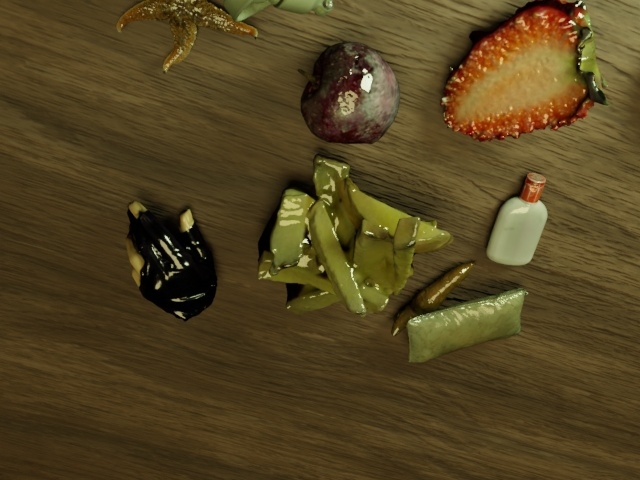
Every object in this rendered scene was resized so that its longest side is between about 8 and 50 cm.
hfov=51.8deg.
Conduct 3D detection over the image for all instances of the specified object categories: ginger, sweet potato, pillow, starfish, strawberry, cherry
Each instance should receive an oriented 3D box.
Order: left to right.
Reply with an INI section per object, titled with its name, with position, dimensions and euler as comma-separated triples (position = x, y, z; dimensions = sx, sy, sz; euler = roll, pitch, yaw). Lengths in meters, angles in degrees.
[starfish]
position = -0.253, -0.407, 1.240
dimensions = 0.248, 0.050, 0.138
euler = -14, 124, 20
[ginger]
position = 0.043, 0.031, 1.377
dimensions = 0.413, 0.211, 0.358
euler = -35, 114, 21
[cherry]
position = 0.060, -0.273, 1.241
dimensions = 0.195, 0.195, 0.195
euler = 1, 125, 2
[sweet potato]
position = 0.268, 0.139, 1.585
dimensions = 0.067, 0.067, 0.274
euler = 36, 115, -21
[pillow]
position = 0.355, 0.210, 1.598
dimensions = 0.303, 0.074, 0.184
euler = -15, 137, -2
[strawberry]
position = 0.376, -0.317, 1.243
dimensions = 0.306, 0.138, 0.233
euler = -10, 107, 39

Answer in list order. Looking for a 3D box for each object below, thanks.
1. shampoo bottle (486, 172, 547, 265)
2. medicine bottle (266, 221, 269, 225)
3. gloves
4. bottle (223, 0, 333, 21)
[shampoo bottle]
position = 0.443, -0.044, 1.454
dimensions = 0.108, 0.051, 0.220
euler = 9, 125, -1
[medicine bottle]
position = 0.000, 0.000, 1.507
dimensions = 0.201, 0.052, 0.171
euler = -15, 122, 11
[gloves]
position = -0.344, 0.036, 1.504
dimensions = 0.197, 0.152, 0.301
euler = -35, 105, -7
[bottle]
position = -0.118, -0.476, 1.080
dimensions = 0.352, 0.229, 0.229
euler = 13, 125, -23
